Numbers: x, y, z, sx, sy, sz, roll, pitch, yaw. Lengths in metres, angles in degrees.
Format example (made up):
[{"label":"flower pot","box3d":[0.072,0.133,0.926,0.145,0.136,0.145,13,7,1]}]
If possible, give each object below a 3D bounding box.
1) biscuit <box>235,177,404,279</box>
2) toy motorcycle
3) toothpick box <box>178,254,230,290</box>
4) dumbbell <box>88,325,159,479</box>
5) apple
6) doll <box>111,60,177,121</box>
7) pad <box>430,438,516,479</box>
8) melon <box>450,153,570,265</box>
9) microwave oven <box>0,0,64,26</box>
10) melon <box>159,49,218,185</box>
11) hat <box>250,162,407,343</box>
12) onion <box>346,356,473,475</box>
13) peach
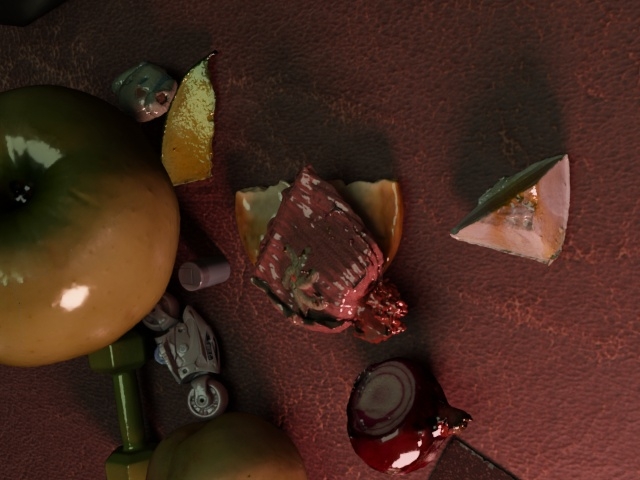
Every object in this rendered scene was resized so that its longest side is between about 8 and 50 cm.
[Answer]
[{"label":"biscuit","box3d":[0.000,0.000,1.405,0.308,0.040,0.205,-2,96,31]},{"label":"toy motorcycle","box3d":[-0.233,0.196,1.547,0.112,0.112,0.254,-38,76,29]},{"label":"toothpick box","box3d":[-0.200,0.056,1.504,0.052,0.083,0.052,5,99,30]},{"label":"dumbbell","box3d":[-0.357,0.312,1.619,0.108,0.121,0.302,-7,93,1]},{"label":"apple","box3d":[-0.448,-0.013,1.416,0.473,0.473,0.474,5,99,30]},{"label":"doll","box3d":[-0.303,-0.257,1.504,0.103,0.071,0.214,-46,34,-5]},{"label":"pad","box3d":[0.294,0.478,1.322,0.330,0.004,0.220,33,112,23]},{"label":"melon","box3d":[0.280,-0.023,1.212,0.202,0.093,0.140,-36,87,34]},{"label":"microwave oven","box3d":[-0.587,-0.646,1.544,0.374,0.236,0.432,-19,87,32]},{"label":"melon","box3d":[-0.221,-0.202,1.502,0.114,0.053,0.262,20,107,19]},{"label":"hat","box3d":[0.012,0.050,1.318,0.286,0.107,0.237,42,126,24]},{"label":"onion","box3d":[0.145,0.272,1.300,0.198,0.135,0.173,5,65,35]},{"label":"peach","box3d":[-0.153,0.431,1.435,0.292,0.247,0.292,-2,85,28]}]
